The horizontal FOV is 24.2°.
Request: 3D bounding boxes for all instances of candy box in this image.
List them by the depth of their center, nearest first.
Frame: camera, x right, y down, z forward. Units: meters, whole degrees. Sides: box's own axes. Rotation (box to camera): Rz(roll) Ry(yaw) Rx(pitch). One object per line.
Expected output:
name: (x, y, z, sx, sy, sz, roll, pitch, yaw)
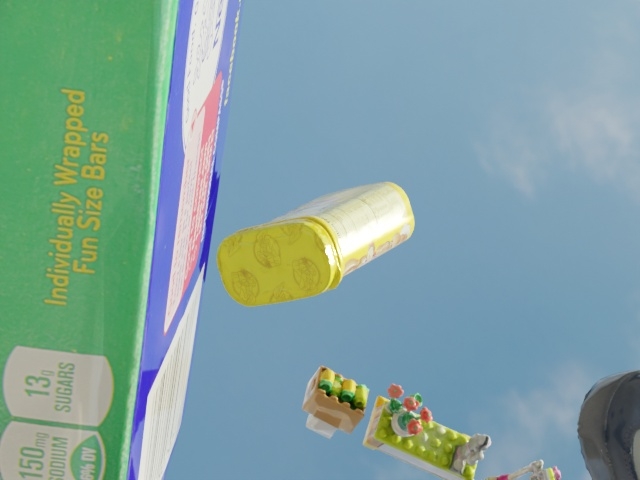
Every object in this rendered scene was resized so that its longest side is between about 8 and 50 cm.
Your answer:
candy box: (-0.185, -0.060, 0.386, 0.317, 0.268, 0.122, 11, -154, 3)

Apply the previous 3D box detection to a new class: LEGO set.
LEGO set: (0.115, 0.196, 1.200, 0.132, 0.107, 0.287, -30, -98, -30)

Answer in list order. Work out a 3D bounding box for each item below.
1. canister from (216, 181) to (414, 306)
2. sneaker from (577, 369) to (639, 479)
canister: (0.000, 0.000, 1.430, 0.126, 0.073, 0.170, -11, -170, 35)
sneaker: (0.297, 0.194, 0.912, 0.319, 0.131, 0.112, 47, -118, 1)
